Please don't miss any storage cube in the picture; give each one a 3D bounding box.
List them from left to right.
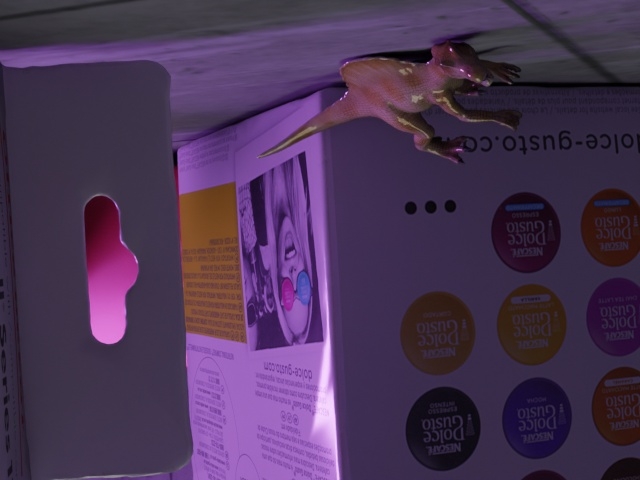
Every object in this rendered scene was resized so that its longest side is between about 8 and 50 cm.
[{"bbox_3d":[-0.115,0.022,1.189,0.193,0.215,0.183,4,-175,40],"label":"storage cube"}]

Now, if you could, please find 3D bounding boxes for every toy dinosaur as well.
[{"bbox_3d":[0.046,-0.078,0.660,0.092,0.053,0.183,15,162,-31],"label":"toy dinosaur"}]

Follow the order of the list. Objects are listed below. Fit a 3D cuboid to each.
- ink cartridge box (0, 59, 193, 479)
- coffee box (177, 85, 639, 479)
[{"bbox_3d":[-0.231,0.023,0.488,0.353,0.207,0.119,-4,-179,-7],"label":"ink cartridge box"},{"bbox_3d":[0.100,0.072,0.923,0.337,0.335,0.338,-3,179,-22],"label":"coffee box"}]
